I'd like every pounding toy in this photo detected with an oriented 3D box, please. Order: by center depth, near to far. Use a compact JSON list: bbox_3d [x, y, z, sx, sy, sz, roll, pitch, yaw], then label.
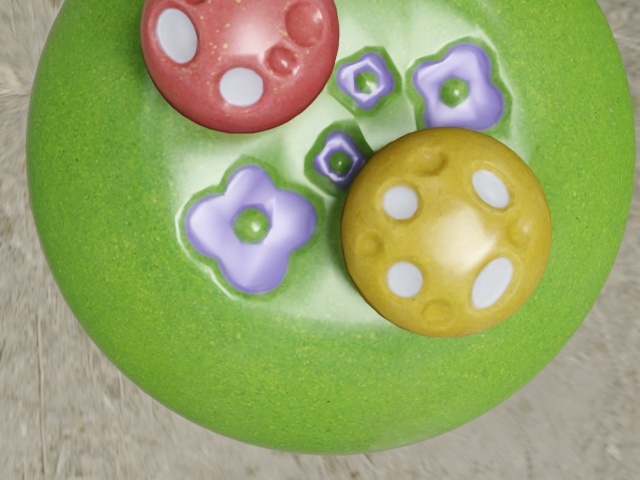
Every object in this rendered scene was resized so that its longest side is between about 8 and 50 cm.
[{"bbox_3d":[0.000,0.000,0.481,0.183,0.110,0.237,10,89,-2],"label":"pounding toy"}]
